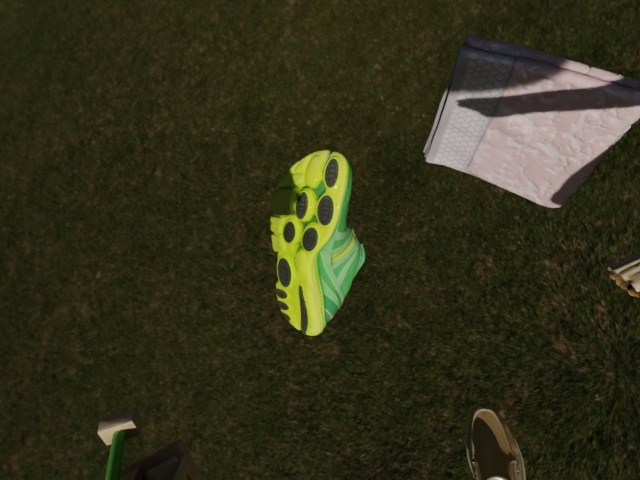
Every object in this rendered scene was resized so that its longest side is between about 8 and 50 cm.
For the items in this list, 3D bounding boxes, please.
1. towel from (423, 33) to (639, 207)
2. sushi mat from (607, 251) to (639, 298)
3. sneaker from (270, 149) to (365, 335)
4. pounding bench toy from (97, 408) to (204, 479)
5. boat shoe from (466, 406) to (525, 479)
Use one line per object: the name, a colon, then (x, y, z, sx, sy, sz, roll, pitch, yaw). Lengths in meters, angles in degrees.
towel: (0.373, -0.206, 0.918, 0.317, 0.332, 0.053, 21, 65, 10)
sushi mat: (0.383, 0.007, 0.342, 0.316, 0.019, 0.151, -22, 39, -12)
sneaker: (0.000, 0.000, 0.705, 0.109, 0.123, 0.296, 28, 130, 28)
pounding bench toy: (-0.092, 0.132, 0.237, 0.052, 0.065, 0.083, -26, 94, -4)
boat shoe: (0.222, 0.296, 0.602, 0.068, 0.072, 0.190, -16, 51, 15)
